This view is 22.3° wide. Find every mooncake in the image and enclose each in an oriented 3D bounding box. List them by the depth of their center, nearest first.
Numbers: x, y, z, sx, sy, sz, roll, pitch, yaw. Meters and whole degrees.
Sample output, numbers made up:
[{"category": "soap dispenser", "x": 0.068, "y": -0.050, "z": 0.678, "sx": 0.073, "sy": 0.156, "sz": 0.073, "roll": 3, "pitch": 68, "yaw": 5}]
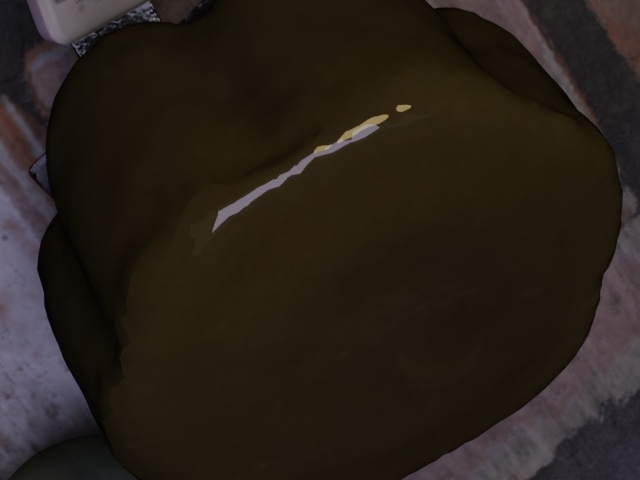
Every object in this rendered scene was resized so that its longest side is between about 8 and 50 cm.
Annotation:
[{"category": "mooncake", "x": 0.000, "y": 0.000, "z": 1.320, "sx": 0.467, "sy": 0.262, "sz": 0.467, "roll": -15, "pitch": 134, "yaw": -16}]

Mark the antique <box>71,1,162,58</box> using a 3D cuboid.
[{"category": "antique", "x": -0.168, "y": -0.168, "z": 1.401, "sx": 0.081, "sy": 0.080, "sz": 0.221, "roll": -28, "pitch": 104, "yaw": -4}]

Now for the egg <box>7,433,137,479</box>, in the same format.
[{"category": "egg", "x": -0.158, "y": 0.335, "z": 1.441, "sx": 0.258, "sy": 0.258, "sz": 0.352, "roll": -31, "pitch": 100, "yaw": -3}]

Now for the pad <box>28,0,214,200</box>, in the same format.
[{"category": "pad", "x": -0.074, "y": -0.101, "z": 1.479, "sx": 0.330, "sy": 0.004, "sz": 0.220, "roll": -43, "pitch": 108, "yaw": 1}]

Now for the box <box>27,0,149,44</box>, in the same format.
[{"category": "box", "x": -0.134, "y": -0.279, "z": 1.330, "sx": 0.285, "sy": 0.044, "sz": 0.142, "roll": -36, "pitch": 122, "yaw": -33}]
